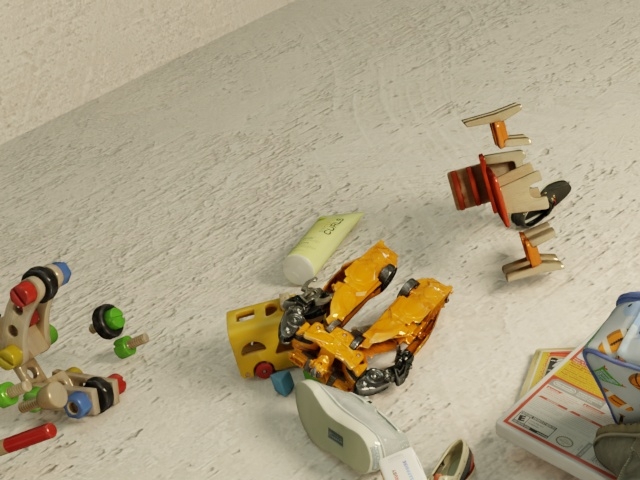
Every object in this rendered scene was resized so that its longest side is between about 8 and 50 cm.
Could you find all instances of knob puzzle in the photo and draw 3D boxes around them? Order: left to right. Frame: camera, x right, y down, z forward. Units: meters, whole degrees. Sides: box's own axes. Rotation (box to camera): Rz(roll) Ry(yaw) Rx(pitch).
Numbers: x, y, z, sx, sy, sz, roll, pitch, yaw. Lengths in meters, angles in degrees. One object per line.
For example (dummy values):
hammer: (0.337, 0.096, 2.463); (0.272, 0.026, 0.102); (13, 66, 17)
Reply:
knob puzzle: (0.365, 0.187, 1.619); (0.213, 0.030, 0.213); (-13, 25, 6)

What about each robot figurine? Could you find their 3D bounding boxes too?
robot figurine: (0.066, 0.124, 1.806); (0.211, 0.085, 0.291); (34, 46, 15)

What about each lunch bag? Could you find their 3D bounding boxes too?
lunch bag: (0.439, 0.177, 1.314); (0.303, 0.243, 0.115); (17, 62, 46)

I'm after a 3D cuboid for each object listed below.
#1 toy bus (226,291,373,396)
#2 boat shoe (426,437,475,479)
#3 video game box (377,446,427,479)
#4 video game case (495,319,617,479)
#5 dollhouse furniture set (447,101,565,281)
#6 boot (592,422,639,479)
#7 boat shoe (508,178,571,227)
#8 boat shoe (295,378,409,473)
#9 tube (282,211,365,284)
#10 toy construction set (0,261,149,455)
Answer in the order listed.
toy bus: (-0.048, 0.134, 1.880); (0.191, 0.104, 0.202); (8, 35, 40)
boat shoe: (0.150, 0.301, 1.497); (0.049, 0.043, 0.137); (6, 34, 35)
video game box: (0.126, 0.345, 1.236); (0.048, 0.205, 0.187); (-22, 25, -4)
video game case: (0.387, 0.201, 1.534); (0.204, 0.025, 0.285); (25, 46, 37)
dollhouse furniture set: (0.282, -0.078, 1.953); (0.135, 0.262, 0.259); (-15, 7, 6)
boot: (0.319, 0.303, 1.315); (0.076, 0.189, 0.208); (22, 73, -2)
boat shoe: (0.386, -0.062, 2.095); (0.133, 0.048, 0.042); (-31, 34, -23)
boat shoe: (0.042, 0.248, 1.647); (0.081, 0.079, 0.227); (-9, 20, -27)
tube: (0.000, 0.000, 2.185); (0.070, 0.062, 0.240); (33, 33, 5)
toy construction set: (-0.467, 0.209, 1.897); (0.237, 0.257, 0.308); (-23, 31, 27)
